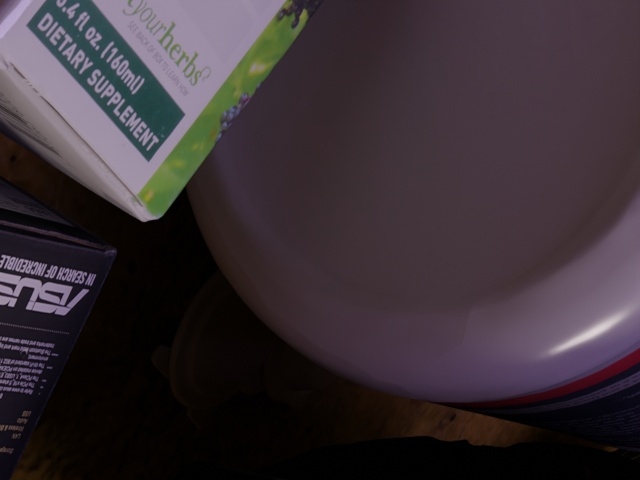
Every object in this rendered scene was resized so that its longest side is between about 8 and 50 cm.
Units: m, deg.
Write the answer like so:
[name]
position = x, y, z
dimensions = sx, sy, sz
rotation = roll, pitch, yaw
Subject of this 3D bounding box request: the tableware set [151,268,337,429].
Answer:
[tableware set]
position = 0.000, 0.000, 0.718
dimensions = 0.168, 0.020, 0.141
rotation = -61, 151, -1

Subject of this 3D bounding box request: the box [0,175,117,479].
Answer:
[box]
position = -0.208, 0.073, 0.421
dimensions = 0.307, 0.076, 0.242
rotation = 15, 103, -58

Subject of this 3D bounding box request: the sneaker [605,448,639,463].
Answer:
[sneaker]
position = 0.132, 0.146, 0.960
dimensions = 0.267, 0.106, 0.101
rotation = -31, 134, -56

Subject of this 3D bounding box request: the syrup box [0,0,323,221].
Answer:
[syrup box]
position = -0.024, -0.135, 0.497
dimensions = 0.237, 0.096, 0.093
rotation = -53, 148, -10

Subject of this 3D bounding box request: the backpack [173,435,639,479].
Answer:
[backpack]
position = 0.059, 0.175, 0.665
dimensions = 0.355, 0.290, 0.273
rotation = -48, 133, -81

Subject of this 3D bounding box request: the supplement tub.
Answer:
[supplement tub]
position = 0.095, -0.029, 0.630
dimensions = 0.272, 0.191, 0.191
rotation = 21, 98, -59
